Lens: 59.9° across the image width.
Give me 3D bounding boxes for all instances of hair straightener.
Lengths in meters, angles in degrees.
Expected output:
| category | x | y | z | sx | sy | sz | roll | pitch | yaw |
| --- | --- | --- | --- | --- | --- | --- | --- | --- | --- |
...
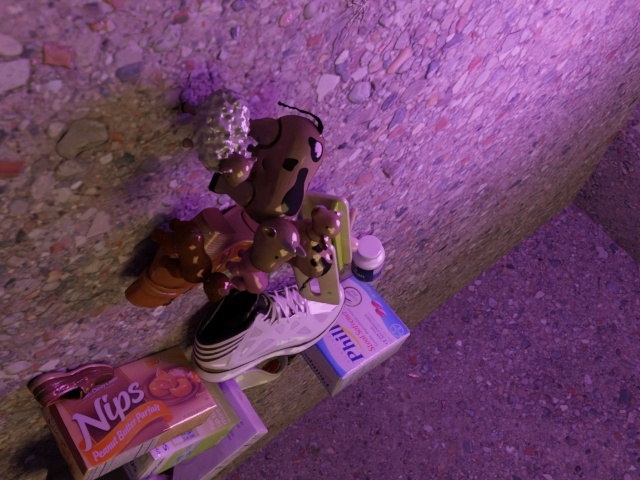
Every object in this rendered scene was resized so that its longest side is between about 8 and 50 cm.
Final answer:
| category | x | y | z | sx | sy | sz | roll | pitch | yaw |
| --- | --- | --- | --- | --- | --- | --- | --- | --- | --- |
| hair straightener | -0.132 | 0.423 | 1.989 | 0.230 | 0.047 | 0.089 | -47 | 158 | 8 |

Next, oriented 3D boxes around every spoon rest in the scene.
| category | x | y | z | sx | sy | sz | roll | pitch | yaw |
| --- | --- | --- | --- | --- | --- | --- | --- | --- | --- |
| spoon rest | -0.209 | 0.436 | 1.820 | 0.276 | 0.084 | 0.137 | -17 | 150 | -45 |

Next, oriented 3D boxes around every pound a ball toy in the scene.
| category | x | y | z | sx | sy | sz | roll | pitch | yaw |
| --- | --- | --- | --- | --- | --- | --- | --- | --- | --- |
| pound a ball toy | 0.000 | 0.000 | 1.254 | 0.319 | 0.135 | 0.208 | 81 | 22 | -60 |

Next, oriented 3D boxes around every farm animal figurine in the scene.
| category | x | y | z | sx | sy | sz | roll | pitch | yaw |
| --- | --- | --- | --- | --- | --- | --- | --- | --- | --- |
| farm animal figurine | -0.064 | -0.042 | 0.835 | 0.330 | 0.172 | 0.327 | -8 | 114 | -55 |

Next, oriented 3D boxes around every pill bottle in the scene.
| category | x | y | z | sx | sy | sz | roll | pitch | yaw |
| --- | --- | --- | --- | --- | --- | --- | --- | --- | --- |
| pill bottle | 0.136 | 0.052 | 1.597 | 0.094 | 0.094 | 0.169 | -34 | 158 | -14 |

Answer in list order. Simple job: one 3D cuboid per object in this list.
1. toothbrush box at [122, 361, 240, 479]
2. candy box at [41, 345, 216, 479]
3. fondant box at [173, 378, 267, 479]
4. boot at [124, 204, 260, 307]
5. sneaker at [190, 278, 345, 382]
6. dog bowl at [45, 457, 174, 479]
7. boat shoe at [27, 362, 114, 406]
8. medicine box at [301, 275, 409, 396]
| category | x | y | z | sx | sy | sz | roll | pitch | yaw |
| --- | --- | --- | --- | --- | --- | --- | --- | --- | --- |
| toothbrush box | -0.375 | 0.440 | 1.386 | 0.283 | 0.206 | 0.122 | -5 | 140 | -54 |
| candy box | -0.410 | 0.370 | 1.219 | 0.316 | 0.183 | 0.088 | -15 | 147 | -47 |
| fondant box | -0.355 | 0.559 | 1.613 | 0.330 | 0.238 | 0.096 | -39 | 158 | -1 |
| boot | -0.200 | 0.042 | 1.021 | 0.220 | 0.109 | 0.283 | -41 | 167 | 19 |
| sneaker | -0.103 | 0.181 | 1.362 | 0.447 | 0.169 | 0.258 | -26 | 157 | -25 |
| dog bowl | -0.524 | 0.608 | 1.339 | 0.348 | 0.102 | 0.349 | -2 | -179 | 0 |
| boat shoe | -0.487 | 0.291 | 1.106 | 0.064 | 0.060 | 0.178 | -47 | 158 | 20 |
| medicine box | 0.080 | 0.289 | 1.746 | 0.289 | 0.263 | 0.149 | -26 | 155 | -31 |
